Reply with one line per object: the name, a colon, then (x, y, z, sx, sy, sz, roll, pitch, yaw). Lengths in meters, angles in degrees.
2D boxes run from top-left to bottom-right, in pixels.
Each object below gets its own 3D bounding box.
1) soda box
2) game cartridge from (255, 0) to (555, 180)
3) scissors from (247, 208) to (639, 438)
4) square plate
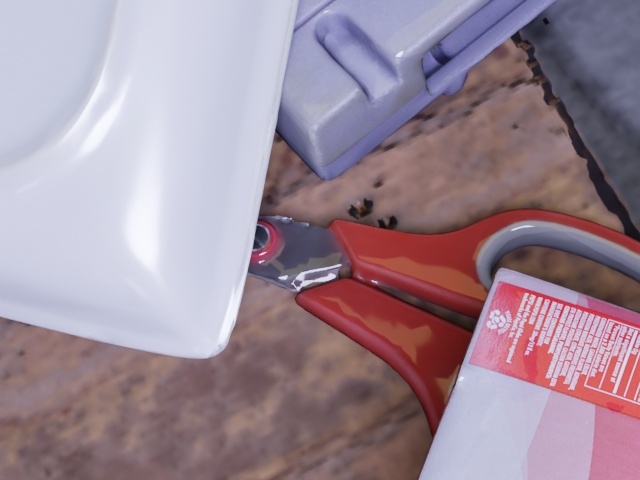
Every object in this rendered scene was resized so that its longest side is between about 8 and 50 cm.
soda box: (0.046, 0.149, 0.455, 0.083, 0.092, 0.263, 18, 76, 17)
game cartridge: (0.066, -0.210, 0.648, 0.355, 0.068, 0.230, -39, 61, -8)
scissors: (0.000, 0.000, 0.585, 0.297, 0.021, 0.109, 30, 76, 22)
square plate: (-0.164, -0.157, 0.595, 0.347, 0.049, 0.344, 10, 86, 18)
